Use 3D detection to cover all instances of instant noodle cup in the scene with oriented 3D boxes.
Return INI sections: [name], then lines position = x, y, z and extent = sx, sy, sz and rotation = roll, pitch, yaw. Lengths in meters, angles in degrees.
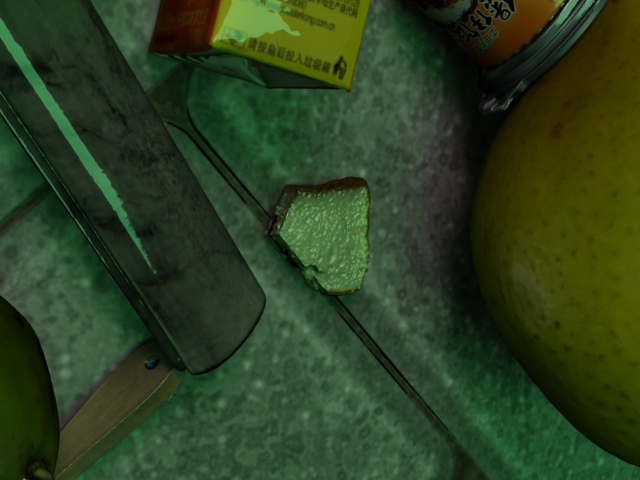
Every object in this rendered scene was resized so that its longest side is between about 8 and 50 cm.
[instant noodle cup]
position = 0.147, -0.224, 0.679
extent = 0.126, 0.178, 0.208
rotation = 33, 65, -15

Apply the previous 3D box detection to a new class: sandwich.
[sandwich]
position = 0.000, 0.000, 0.712
extent = 0.093, 0.036, 0.104
rotation = -12, 106, -26

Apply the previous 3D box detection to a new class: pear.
[pear]
position = 0.308, -0.016, 0.693
extent = 0.363, 0.362, 0.417
rotation = -3, 89, -27

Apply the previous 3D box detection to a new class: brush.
[brush]
position = -0.220, 0.209, 0.629
extent = 0.327, 0.070, 0.065
rotation = -46, 135, -14

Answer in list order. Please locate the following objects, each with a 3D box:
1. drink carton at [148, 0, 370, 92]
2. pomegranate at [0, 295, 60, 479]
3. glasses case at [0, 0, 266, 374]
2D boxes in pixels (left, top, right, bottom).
[drink carton]
position = -0.012, -0.289, 0.580
extent = 0.111, 0.155, 0.351
rotation = 12, 94, -29
[pomegranate]
position = -0.284, 0.112, 0.511
extent = 0.263, 0.211, 0.210
rotation = 20, 90, 5
[glasses case]
position = -0.138, -0.048, 0.602
extent = 0.299, 0.060, 0.114
rotation = 62, 32, -22
